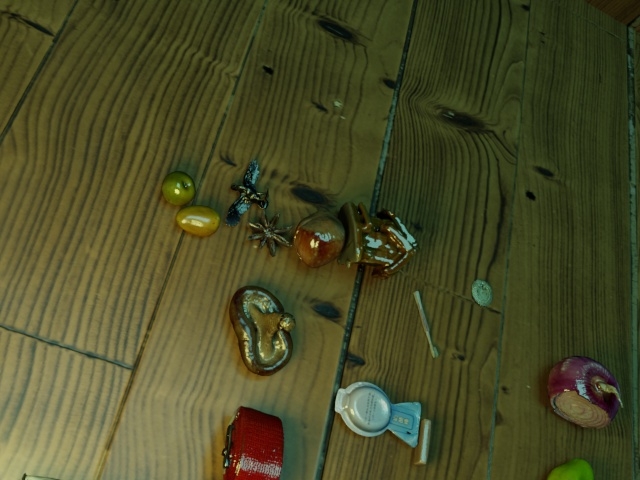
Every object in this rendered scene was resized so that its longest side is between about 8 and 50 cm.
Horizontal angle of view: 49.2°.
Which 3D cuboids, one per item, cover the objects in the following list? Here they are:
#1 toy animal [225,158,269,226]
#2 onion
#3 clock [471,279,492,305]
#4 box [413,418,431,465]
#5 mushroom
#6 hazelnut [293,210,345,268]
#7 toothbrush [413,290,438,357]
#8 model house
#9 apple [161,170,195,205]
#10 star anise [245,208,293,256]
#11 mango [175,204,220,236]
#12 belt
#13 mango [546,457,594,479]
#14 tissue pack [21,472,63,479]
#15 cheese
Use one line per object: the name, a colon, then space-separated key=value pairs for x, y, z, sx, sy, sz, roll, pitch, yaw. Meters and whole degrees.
toy animal: x=-0.190 y=-0.123 z=1.873 sx=0.108 sy=0.062 sz=0.220 roll=15 pitch=61 yaw=1
onion: x=0.762 y=0.426 z=2.025 sx=0.208 sy=0.200 sz=0.200 roll=12 pitch=59 yaw=12
clock: x=0.485 y=0.158 z=2.099 sx=0.074 sy=0.010 sz=0.083 roll=12 pitch=64 yaw=-22
box: x=0.264 y=0.520 z=1.802 sx=0.025 sy=0.048 sz=0.115 roll=18 pitch=60 yaw=-11
mushroom: x=-0.118 y=0.191 z=1.660 sx=0.148 sy=0.217 sz=0.226 roll=-18 pitch=76 yaw=-31
hazelnut: x=0.000 y=0.000 z=1.857 sx=0.143 sy=0.143 sz=0.154 roll=35 pitch=34 yaw=-8
toothbrush: x=0.295 y=0.236 z=1.968 sx=0.017 sy=0.014 sz=0.194 roll=-7 pitch=71 yaw=-28
model house: x=0.167 y=0.000 z=1.912 sx=0.229 sy=0.199 sz=0.219 roll=8 pitch=77 yaw=-19
apple: x=-0.358 y=-0.132 z=1.776 sx=0.090 sy=0.074 sz=0.089 roll=17 pitch=65 yaw=-42
star anise: x=-0.136 y=-0.020 z=1.853 sx=0.141 sy=0.042 sz=0.141 roll=11 pitch=64 yaw=-22
mango: x=-0.310 y=-0.052 z=1.771 sx=0.114 sy=0.060 sz=0.080 roll=-3 pitch=66 yaw=-23
belt: x=-0.158 y=0.466 z=1.553 sx=0.124 sy=0.128 sz=0.200 roll=20 pitch=36 yaw=-17
mango: x=0.692 y=0.671 z=1.921 sx=0.163 sy=0.089 sz=0.117 roll=-11 pitch=73 yaw=-31
tissue pack: x=-0.438 y=0.622 z=1.367 sx=0.361 sy=0.122 sz=0.259 roll=18 pitch=58 yaw=-16
cheese: x=0.147 y=0.439 z=1.780 sx=0.245 sy=0.052 sz=0.135 roll=21 pitch=63 yaw=-18
